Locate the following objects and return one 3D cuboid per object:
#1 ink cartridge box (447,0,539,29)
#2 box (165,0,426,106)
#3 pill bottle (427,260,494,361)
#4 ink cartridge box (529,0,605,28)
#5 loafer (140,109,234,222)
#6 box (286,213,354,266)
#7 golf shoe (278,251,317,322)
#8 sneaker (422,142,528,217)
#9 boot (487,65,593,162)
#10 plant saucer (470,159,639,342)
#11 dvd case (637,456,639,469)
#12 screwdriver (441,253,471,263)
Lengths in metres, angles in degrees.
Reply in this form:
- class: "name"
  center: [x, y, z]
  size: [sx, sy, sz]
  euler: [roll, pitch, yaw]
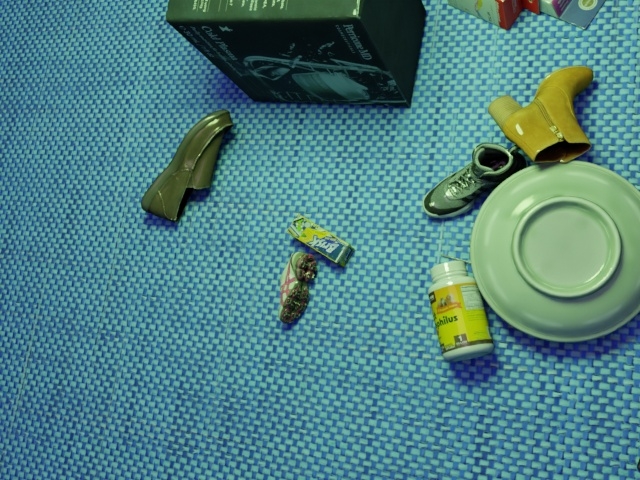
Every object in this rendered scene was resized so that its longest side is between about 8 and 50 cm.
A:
- class: "ink cartridge box"
  center: [0.424, -0.615, 1.765]
  size: [0.231, 0.134, 0.078]
  euler: [34, 88, 25]
- class: "box"
  center: [-0.034, -0.555, 1.732]
  size: [0.472, 0.480, 0.297]
  euler: [5, 79, 22]
- class: "pill bottle"
  center: [0.314, 0.160, 1.608]
  size: [0.117, 0.117, 0.214]
  euler: [-16, 70, 16]
- class: "ink cartridge box"
  center: [0.604, -0.735, 1.768]
  size: [0.330, 0.071, 0.324]
  euler: [33, 89, 26]
- class: "loafer"
  center: [-0.344, -0.199, 1.962]
  size: [0.130, 0.134, 0.366]
  euler: [39, 102, 2]
- class: "box"
  center: [0.000, 0.000, 1.803]
  size: [0.169, 0.054, 0.059]
  euler: [31, 88, 25]
- class: "golf shoe"
  center: [-0.070, 0.119, 1.800]
  size: [0.086, 0.068, 0.186]
  euler: [10, 79, 50]
- class: "sneaker"
  center: [0.352, -0.149, 1.656]
  size: [0.269, 0.153, 0.101]
  euler: [-27, 69, 12]
- class: "boot"
  center: [0.548, -0.276, 1.591]
  size: [0.295, 0.104, 0.211]
  euler: [-22, 53, -13]
- class: "plant saucer"
  center: [0.520, 0.017, 1.501]
  size: [0.401, 0.100, 0.400]
  euler: [-2, 84, 14]
- class: "dvd case"
  center: [0.791, 0.422, 1.411]
  size: [0.253, 0.022, 0.180]
  euler: [18, 82, 23]
- class: "screwdriver"
  center: [0.364, 0.058, 1.674]
  size: [0.170, 0.024, 0.025]
  euler: [10, 108, 29]
